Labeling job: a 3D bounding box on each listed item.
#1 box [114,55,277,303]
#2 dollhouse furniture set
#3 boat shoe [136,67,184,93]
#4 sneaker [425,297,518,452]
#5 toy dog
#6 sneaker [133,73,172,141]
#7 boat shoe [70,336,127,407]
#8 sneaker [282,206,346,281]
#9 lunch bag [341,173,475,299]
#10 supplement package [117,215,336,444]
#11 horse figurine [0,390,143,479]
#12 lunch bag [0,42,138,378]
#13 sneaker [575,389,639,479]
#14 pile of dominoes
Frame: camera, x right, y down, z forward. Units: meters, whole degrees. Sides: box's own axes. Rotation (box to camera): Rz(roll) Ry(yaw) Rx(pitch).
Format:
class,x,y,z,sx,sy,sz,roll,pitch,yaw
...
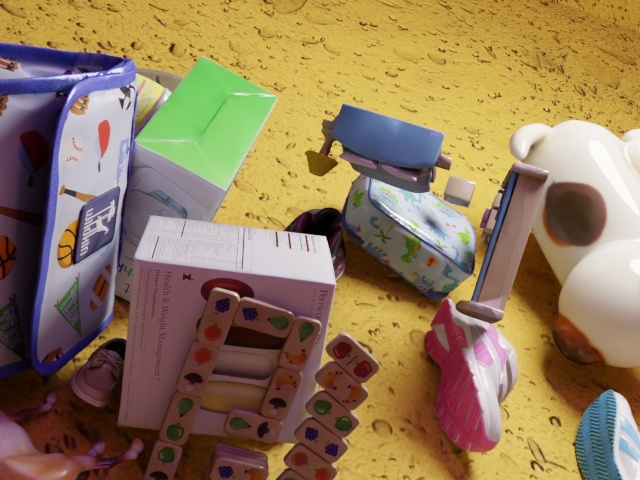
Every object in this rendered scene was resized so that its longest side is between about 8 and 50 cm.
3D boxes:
class,x,y,z,sx,sy,sz,roll,pitch,yaw
box,-0.186,-0.076,1.199,0.127,0.231,0.262,28,34,-6
dollhouse furniture set,0.126,-0.028,1.275,0.304,0.198,0.286,19,-5,7
boat shoe,-0.286,-0.195,1.393,0.302,0.103,0.113,17,51,-15
sneaker,0.221,0.183,1.245,0.111,0.103,0.252,16,37,-13
toy dog,0.470,0.011,1.440,0.395,0.285,0.407,41,33,-38
sneaker,-0.294,-0.148,1.286,0.094,0.081,0.208,40,75,-9
boat shoe,-0.238,0.140,1.009,0.050,0.045,0.135,32,9,-11
sneaker,0.000,0.000,1.283,0.106,0.162,0.281,25,35,-2
lunch bag,0.141,-0.021,1.433,0.219,0.090,0.176,34,32,-14
supplement package,-0.102,0.095,0.998,0.203,0.194,0.149,7,18,-6
horse figurine,-0.295,0.207,0.914,0.263,0.066,0.174,35,28,17
lunch bag,-0.361,-0.029,0.917,0.386,0.327,0.239,-9,29,-44
sneaker,0.411,0.306,1.236,0.092,0.087,0.228,23,42,-18
pile of dominoes,-0.057,0.191,0.928,0.196,0.251,0.040,17,16,-14
